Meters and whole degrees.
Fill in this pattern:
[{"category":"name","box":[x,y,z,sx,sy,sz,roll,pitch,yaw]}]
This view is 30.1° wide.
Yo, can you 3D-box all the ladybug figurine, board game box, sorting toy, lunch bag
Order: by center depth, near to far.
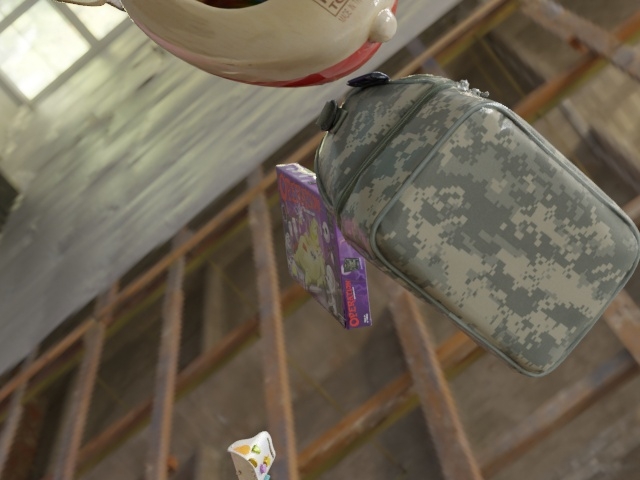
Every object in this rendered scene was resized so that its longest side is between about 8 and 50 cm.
[{"category":"lunch bag","box":[0.149,-0.034,1.281,0.212,0.305,0.256,-54,-154,1]},{"category":"ladybug figurine","box":[-0.074,-0.326,1.533,0.449,0.162,0.305,34,-104,35]},{"category":"sorting toy","box":[-0.088,0.313,1.701,0.045,0.083,0.075,-2,-154,29]},{"category":"board game box","box":[0.000,0.000,1.971,0.056,0.208,0.347,-6,-166,-15]}]

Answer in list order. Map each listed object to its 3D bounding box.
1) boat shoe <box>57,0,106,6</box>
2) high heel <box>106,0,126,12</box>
[{"category":"boat shoe","box":[-0.385,-0.364,1.376,0.123,0.342,0.123,41,-64,45]},{"category":"high heel","box":[-0.373,-0.450,1.934,0.093,0.261,0.186,-45,-141,6]}]
